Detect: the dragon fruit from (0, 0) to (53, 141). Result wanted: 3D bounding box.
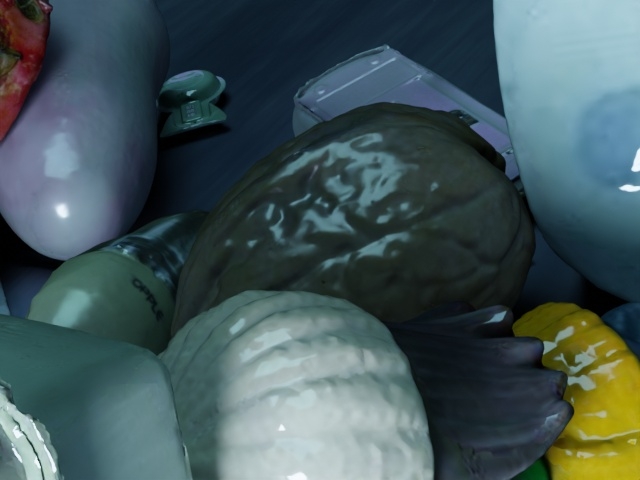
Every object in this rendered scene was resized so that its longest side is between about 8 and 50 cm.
[{"bbox_3d":[-0.309,-0.157,1.393,0.211,0.147,0.282,-40,38,36],"label":"dragon fruit"}]

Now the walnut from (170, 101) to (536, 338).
[{"bbox_3d":[0.016,0.013,1.117,0.230,0.178,0.178,-24,27,-2],"label":"walnut"}]

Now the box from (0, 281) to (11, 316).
[{"bbox_3d":[-0.357,0.059,1.301,0.264,0.106,0.336,-21,26,-8],"label":"box"}]

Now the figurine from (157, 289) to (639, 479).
[{"bbox_3d":[0.060,0.089,0.886,0.332,0.204,0.185,-26,25,-20],"label":"figurine"}]

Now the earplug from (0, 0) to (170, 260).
[{"bbox_3d":[-0.198,-0.084,1.444,0.172,0.172,0.301,-15,32,3],"label":"earplug"}]

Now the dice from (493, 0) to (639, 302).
[{"bbox_3d":[0.264,-0.126,1.121,0.263,0.264,0.268,-4,28,23],"label":"dice"}]

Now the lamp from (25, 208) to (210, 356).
[{"bbox_3d":[-0.128,0.044,1.205,0.101,0.101,0.250,0,27,30],"label":"lamp"}]

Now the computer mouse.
[{"bbox_3d":[0.072,-0.068,1.344,0.126,0.056,0.245,-32,36,-16],"label":"computer mouse"}]

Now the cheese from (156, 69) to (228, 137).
[{"bbox_3d":[-0.113,-0.121,1.597,0.067,0.026,0.120,-17,26,1],"label":"cheese"}]

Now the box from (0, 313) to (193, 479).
[{"bbox_3d":[-0.159,0.172,0.764,0.221,0.290,0.166,6,22,37],"label":"box"}]
